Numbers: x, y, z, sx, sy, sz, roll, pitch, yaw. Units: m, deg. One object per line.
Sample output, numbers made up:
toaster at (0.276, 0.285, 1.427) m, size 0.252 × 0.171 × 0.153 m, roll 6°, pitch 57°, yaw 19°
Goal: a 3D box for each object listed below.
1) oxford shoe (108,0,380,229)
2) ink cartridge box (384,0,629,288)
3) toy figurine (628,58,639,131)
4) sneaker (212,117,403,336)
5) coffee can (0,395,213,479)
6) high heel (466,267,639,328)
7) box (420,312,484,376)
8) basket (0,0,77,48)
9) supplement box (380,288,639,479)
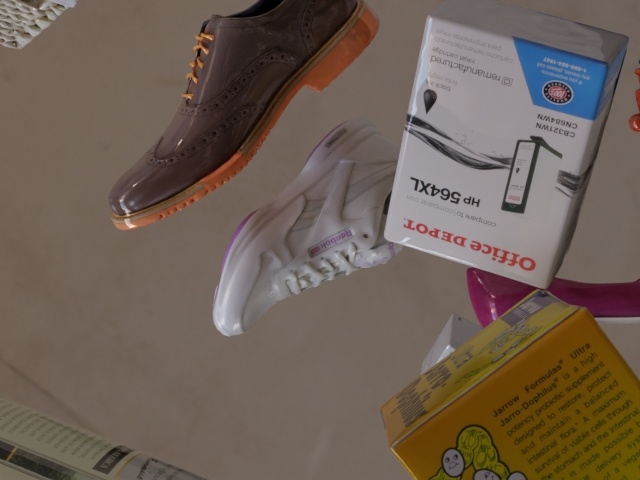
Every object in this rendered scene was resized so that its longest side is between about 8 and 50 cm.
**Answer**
oxford shoe at (-0.106, -0.162, 1.360) m, size 0.132 × 0.363 × 0.130 m, roll 50°, pitch 166°, yaw -25°
ink cartridge box at (0.147, -0.080, 1.041) m, size 0.148 × 0.086 × 0.203 m, roll 18°, pitch 120°, yaw 15°
toy figurine at (0.366, -0.139, 1.601) m, size 0.213 × 0.210 × 0.148 m, roll -42°, pitch -60°, yaw -71°
sneaker at (0.000, 0.000, 1.470) m, size 0.152 × 0.305 × 0.114 m, roll 37°, pitch 170°, yaw 18°
coffee can at (-0.146, 0.237, 0.861) m, size 0.275 × 0.201 × 0.201 m, roll 20°, pitch 161°, yaw 9°
high heel at (0.398, 0.046, 1.814) m, size 0.181 × 0.377 × 0.127 m, roll 63°, pitch 166°, yaw 8°
box at (0.185, 0.163, 1.598) m, size 0.101 × 0.087 × 0.102 m, roll 29°, pitch -158°, yaw -2°
basket at (-0.336, -0.293, 1.321) m, size 0.113 × 0.103 × 0.167 m, roll 16°, pitch -138°, yaw -51°
supplement box at (0.234, 0.243, 1.104) m, size 0.356 × 0.195 × 0.194 m, roll 53°, pitch -179°, yaw -1°
